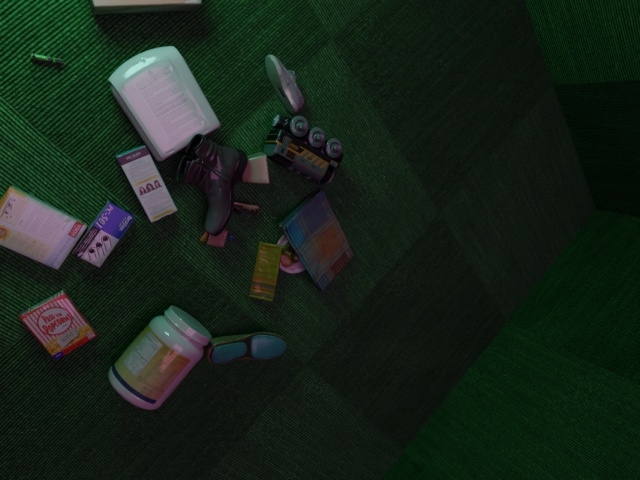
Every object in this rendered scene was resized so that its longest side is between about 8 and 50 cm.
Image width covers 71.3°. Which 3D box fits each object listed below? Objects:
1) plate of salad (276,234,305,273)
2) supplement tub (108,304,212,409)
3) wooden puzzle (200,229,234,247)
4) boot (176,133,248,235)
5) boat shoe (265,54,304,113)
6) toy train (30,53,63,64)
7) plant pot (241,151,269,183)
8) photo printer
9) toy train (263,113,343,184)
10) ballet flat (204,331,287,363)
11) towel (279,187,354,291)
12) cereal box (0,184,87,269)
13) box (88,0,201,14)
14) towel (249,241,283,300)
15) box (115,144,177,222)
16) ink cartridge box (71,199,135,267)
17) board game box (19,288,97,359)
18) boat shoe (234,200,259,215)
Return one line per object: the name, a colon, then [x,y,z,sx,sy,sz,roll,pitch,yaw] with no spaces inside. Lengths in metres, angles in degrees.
plate of salad: [-0.097,0.047,1.880,0.200,0.048,0.199,-9,108,-28]
supplement tub: [-0.569,0.415,1.605,0.316,0.228,0.228,-50,122,-9]
wooden puzzle: [-0.396,-0.013,1.708,0.116,0.014,0.078,22,97,-33]
boot: [-0.405,-0.188,1.549,0.223,0.118,0.337,8,102,-50]
boat shoe: [-0.128,-0.591,1.662,0.081,0.079,0.227,-44,127,-23]
toy train: [-0.802,-0.533,1.308,0.083,0.024,0.017,1,104,-31]
plant pot: [-0.254,-0.266,1.666,0.096,0.109,0.109,-10,110,-15]
photo printer: [-0.509,-0.453,1.454,0.256,0.107,0.307,-37,119,-17]
toy train: [-0.062,-0.347,1.722,0.334,0.142,0.190,25,88,-35]
ballet flat: [-0.309,0.431,1.832,0.349,0.123,0.123,1,104,-34]
towel: [0.000,0.000,1.887,0.271,0.040,0.370,-47,122,-30]
cereal box: [-0.889,-0.037,1.390,0.240,0.047,0.173,36,85,-33]
box: [-0.534,-0.768,1.336,0.311,0.121,0.147,-18,112,-25]
towel: [-0.223,0.128,1.824,0.102,0.021,0.237,10,100,-7]
box: [-0.588,-0.192,1.512,0.101,0.060,0.244,-29,117,-20]
ink cartridge box: [-0.726,-0.022,1.491,0.097,0.046,0.207,37,84,-34]
board game box: [-0.874,0.282,1.495,0.147,0.045,0.193,-33,118,-19]
boat shoe: [-0.304,-0.122,1.703,0.152,0.056,0.049,5,96,-32]
